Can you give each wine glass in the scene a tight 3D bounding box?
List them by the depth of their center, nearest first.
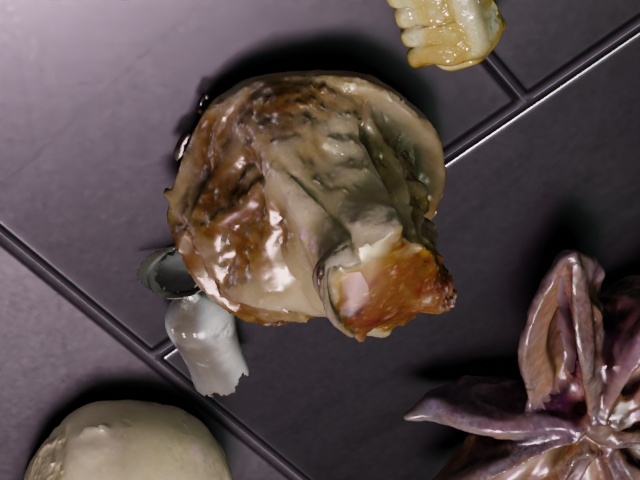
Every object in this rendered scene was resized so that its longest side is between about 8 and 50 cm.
[{"bbox_3d":[-0.062,0.042,0.919,0.042,0.039,0.083,-5,136,12],"label":"wine glass"}]

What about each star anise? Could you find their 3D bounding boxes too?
[{"bbox_3d":[0.157,0.092,0.982,0.197,0.073,0.212,26,122,-25],"label":"star anise"}]

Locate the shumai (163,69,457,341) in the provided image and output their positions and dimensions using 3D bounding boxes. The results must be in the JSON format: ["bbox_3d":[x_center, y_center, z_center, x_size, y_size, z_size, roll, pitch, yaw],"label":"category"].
[{"bbox_3d":[0.003,-0.003,0.842,0.145,0.116,0.145,-6,129,-8],"label":"shumai"}]

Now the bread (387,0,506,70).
[{"bbox_3d":[0.051,-0.115,0.816,0.049,0.033,0.088,-15,128,19],"label":"bread"}]

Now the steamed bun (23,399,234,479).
[{"bbox_3d":[-0.100,0.151,0.963,0.112,0.091,0.130,16,123,-26],"label":"steamed bun"}]
